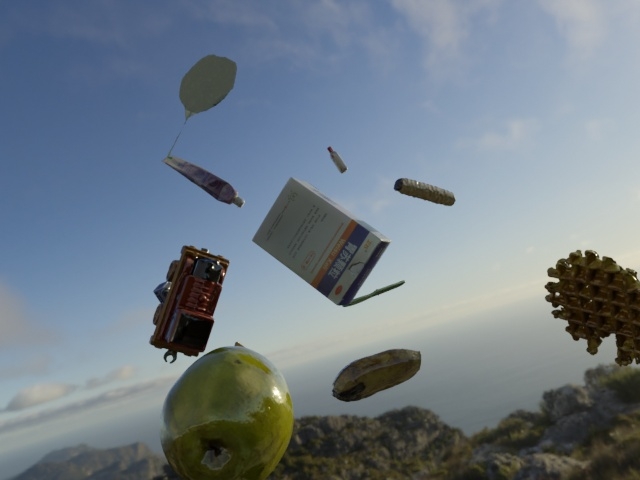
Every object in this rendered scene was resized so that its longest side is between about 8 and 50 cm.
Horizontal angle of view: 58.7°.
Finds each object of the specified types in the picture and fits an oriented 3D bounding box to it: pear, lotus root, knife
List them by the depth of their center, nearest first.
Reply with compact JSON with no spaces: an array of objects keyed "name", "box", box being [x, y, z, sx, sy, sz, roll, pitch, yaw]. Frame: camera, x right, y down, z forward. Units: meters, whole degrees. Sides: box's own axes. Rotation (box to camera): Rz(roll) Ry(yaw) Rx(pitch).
[{"name":"pear","box":[-0.169,0.323,1.066,0.252,0.253,0.307,-17,14,2]},{"name":"lotus root","box":[0.146,0.352,1.509,0.258,0.097,0.110,-19,-42,-1]},{"name":"knife","box":[0.204,0.199,2.140,0.293,0.020,0.043,-16,-31,-30]}]

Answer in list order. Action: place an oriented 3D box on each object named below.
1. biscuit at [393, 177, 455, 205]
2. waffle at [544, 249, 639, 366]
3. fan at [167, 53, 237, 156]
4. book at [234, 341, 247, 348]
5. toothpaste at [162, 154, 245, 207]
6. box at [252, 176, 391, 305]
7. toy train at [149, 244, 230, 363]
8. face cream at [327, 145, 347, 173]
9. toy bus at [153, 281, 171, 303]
[{"name":"biscuit","box":[0.331,-0.155,1.810,0.219,0.055,0.061,14,12,-22]},{"name":"waffle","box":[0.521,0.122,1.046,0.051,0.232,0.229,-31,-20,-23]},{"name":"fan","box":[-0.327,-0.351,1.486,0.182,0.310,0.010,21,-10,30]},{"name":"book","box":[-0.217,0.394,1.718,0.012,0.118,0.172,-9,-38,33]},{"name":"toothpaste","box":[-0.390,-0.202,1.928,0.075,0.301,0.048,-60,5,-36]},{"name":"box","box":[0.000,0.000,1.463,0.200,0.299,0.106,-57,-20,10]},{"name":"toy train","box":[-0.396,0.203,1.739,0.163,0.369,0.231,21,-9,-26]},{"name":"face cream","box":[0.046,-0.229,1.608,0.021,0.083,0.040,-33,-1,-17]},{"name":"toy bus","box":[-0.550,0.233,2.135,0.076,0.167,0.073,-20,19,22]}]
